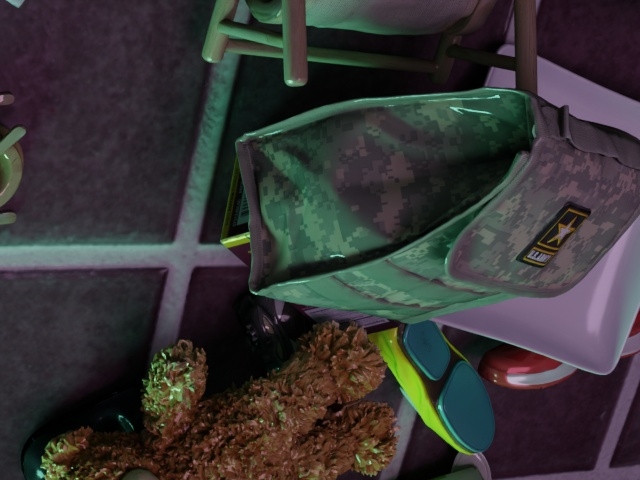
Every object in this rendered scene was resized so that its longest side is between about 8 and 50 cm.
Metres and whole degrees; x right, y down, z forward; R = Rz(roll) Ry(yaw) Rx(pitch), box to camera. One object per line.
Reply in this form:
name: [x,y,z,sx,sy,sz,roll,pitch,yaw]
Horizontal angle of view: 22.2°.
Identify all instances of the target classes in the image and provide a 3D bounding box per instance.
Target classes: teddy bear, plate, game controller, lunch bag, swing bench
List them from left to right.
game controller: [-0.176,0.276,1.620,0.166,0.067,0.319,-20,127,-2]
teddy bear: [-0.079,0.200,1.497,0.338,0.113,0.245,-7,121,-22]
swing bench: [0.059,-0.255,1.360,0.253,0.165,0.255,2,101,-31]
lunch bag: [0.116,-0.034,1.352,0.287,0.169,0.235,-16,164,32]
plate: [0.230,-0.027,1.639,0.278,0.045,0.277,19,95,-27]

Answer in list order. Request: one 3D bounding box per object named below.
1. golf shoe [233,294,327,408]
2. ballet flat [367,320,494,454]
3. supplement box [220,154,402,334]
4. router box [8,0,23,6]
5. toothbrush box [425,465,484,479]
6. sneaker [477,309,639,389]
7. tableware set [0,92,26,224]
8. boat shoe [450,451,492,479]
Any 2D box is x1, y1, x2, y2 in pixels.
golf shoe: [-0.010,0.121,1.604,0.094,0.077,0.198,-30,130,-12]
ballet flat: [0.109,0.136,1.685,0.077,0.077,0.231,-58,135,-25]
supplement box: [0.000,0.000,1.504,0.080,0.104,0.188,-15,140,32]
router box: [-0.269,-0.376,1.146,0.335,0.082,0.301,29,100,-39]
toothbrush box: [0.106,0.414,1.801,0.206,0.122,0.283,-15,123,-10]
sneaker: [0.259,0.074,1.748,0.221,0.087,0.128,-16,115,-35]
tableware set: [-0.332,-0.048,1.333,0.194,0.039,0.128,-11,122,-25]
boat shoe: [0.172,0.273,1.831,0.046,0.038,0.125,-8,123,10]
